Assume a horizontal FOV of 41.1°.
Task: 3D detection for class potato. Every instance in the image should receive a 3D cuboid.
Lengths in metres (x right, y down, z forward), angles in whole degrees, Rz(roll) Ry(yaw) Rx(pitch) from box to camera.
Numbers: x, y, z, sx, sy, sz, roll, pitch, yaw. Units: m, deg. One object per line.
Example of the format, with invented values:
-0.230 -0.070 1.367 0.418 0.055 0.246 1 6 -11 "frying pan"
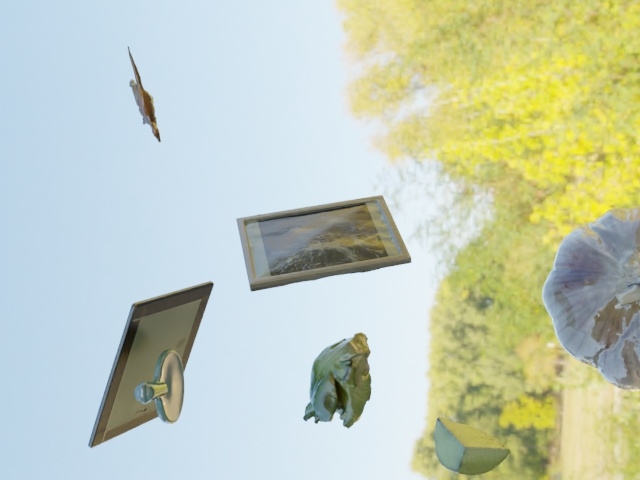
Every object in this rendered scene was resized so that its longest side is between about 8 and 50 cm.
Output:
0.328 0.463 1.892 0.149 0.120 0.081 -139 62 -67 "potato"

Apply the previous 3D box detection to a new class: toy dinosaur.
-0.351 -0.285 1.693 0.162 0.039 0.126 80 168 -46 "toy dinosaur"

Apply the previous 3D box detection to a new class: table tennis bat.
-0.311 0.292 1.685 0.237 0.038 0.149 30 -122 -81 "table tennis bat"

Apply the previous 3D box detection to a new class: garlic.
0.527 0.091 1.427 0.241 0.322 0.322 12 -101 -32 "garlic"

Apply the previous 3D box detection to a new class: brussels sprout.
0.030 0.248 1.526 0.139 0.101 0.181 -123 40 -54 "brussels sprout"

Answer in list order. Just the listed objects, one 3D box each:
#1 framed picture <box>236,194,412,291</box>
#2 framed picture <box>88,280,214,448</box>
0.000 0.000 1.501 0.209 0.281 0.019 -111 13 -52 "framed picture"
-0.353 0.257 1.802 0.265 0.016 0.347 -17 -49 -59 "framed picture"
